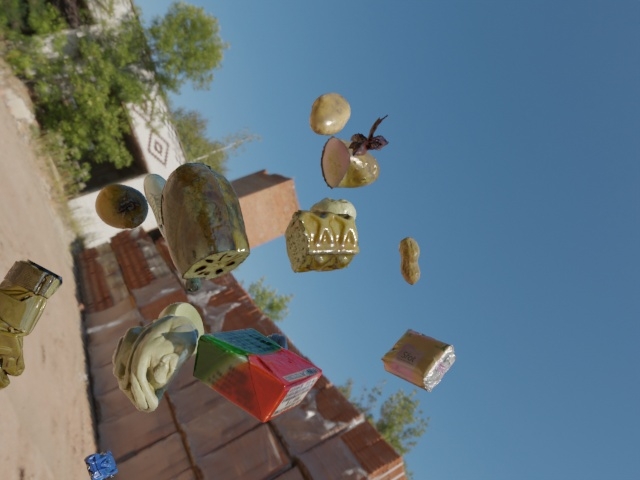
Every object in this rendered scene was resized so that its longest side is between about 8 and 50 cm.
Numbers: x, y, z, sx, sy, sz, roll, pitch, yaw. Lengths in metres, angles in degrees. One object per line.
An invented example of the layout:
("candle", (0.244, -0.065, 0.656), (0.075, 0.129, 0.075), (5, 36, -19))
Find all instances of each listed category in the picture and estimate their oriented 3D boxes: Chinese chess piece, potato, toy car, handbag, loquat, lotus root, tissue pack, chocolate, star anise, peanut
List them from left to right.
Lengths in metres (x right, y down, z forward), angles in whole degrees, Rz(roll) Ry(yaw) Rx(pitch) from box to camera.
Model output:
("toy car", (-0.789, 0.820, 1.786), (0.103, 0.063, 0.216), (62, -9, 15))
("loquat", (-0.682, -0.118, 1.681), (0.204, 0.172, 0.150), (26, -81, 55))
("Chinese chess piece", (-0.625, 0.403, 2.195), (0.250, 0.101, 0.251), (-18, 90, -76))
("lotus root", (-0.360, -0.070, 1.478), (0.250, 0.250, 0.346), (123, -46, -67))
("chocolate", (-0.217, 0.447, 1.676), (0.341, 0.162, 0.360), (26, 3, 20))
("handbag", (-0.198, 0.583, 2.252), (0.254, 0.092, 0.308), (-95, -178, -66))
("potato", (0.034, -0.497, 1.958), (0.128, 0.161, 0.235), (-31, -143, 46))
("potato", (0.153, -0.337, 2.196), (0.229, 0.265, 0.230), (5, -83, 48))
("star anise", (0.162, -0.365, 1.674), (0.158, 0.140, 0.144), (-74, 162, -57))
("peanut", (0.358, 0.081, 1.948), (0.089, 0.089, 0.193), (167, -82, -70))
("tissue pack", (0.415, 0.502, 2.064), (0.256, 0.215, 0.123), (10, -45, 55))

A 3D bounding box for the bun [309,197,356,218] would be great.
("bun", (0.021, -0.090, 2.120), (0.160, 0.259, 0.259), (52, -23, 13))

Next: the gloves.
("gloves", (-0.699, 0.198, 1.065), (0.154, 0.331, 0.141), (30, -11, -5))

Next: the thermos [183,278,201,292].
("thermos", (-0.570, 0.173, 2.165), (0.187, 0.073, 0.083), (-146, -132, -63))

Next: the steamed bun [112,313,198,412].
("steamed bun", (-0.607, 0.410, 1.724), (0.237, 0.347, 0.394), (34, -50, -9))

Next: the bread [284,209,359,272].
("bread", (0.001, 0.006, 1.804), (0.196, 0.251, 0.239), (59, -39, 32))

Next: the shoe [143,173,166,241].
("shoe", (-0.505, -0.095, 1.605), (0.110, 0.095, 0.265), (-150, -143, -76))
